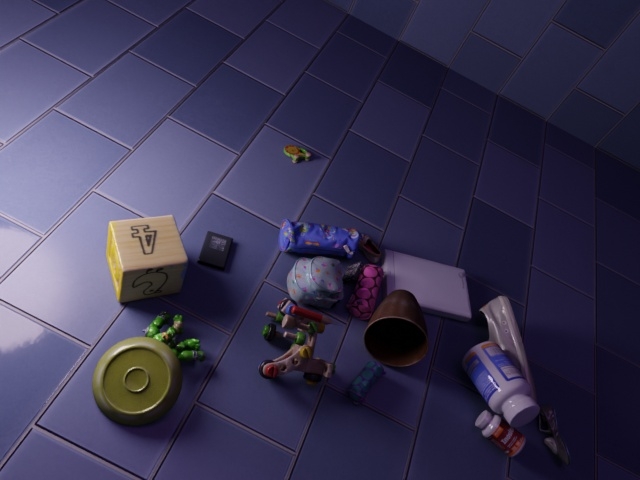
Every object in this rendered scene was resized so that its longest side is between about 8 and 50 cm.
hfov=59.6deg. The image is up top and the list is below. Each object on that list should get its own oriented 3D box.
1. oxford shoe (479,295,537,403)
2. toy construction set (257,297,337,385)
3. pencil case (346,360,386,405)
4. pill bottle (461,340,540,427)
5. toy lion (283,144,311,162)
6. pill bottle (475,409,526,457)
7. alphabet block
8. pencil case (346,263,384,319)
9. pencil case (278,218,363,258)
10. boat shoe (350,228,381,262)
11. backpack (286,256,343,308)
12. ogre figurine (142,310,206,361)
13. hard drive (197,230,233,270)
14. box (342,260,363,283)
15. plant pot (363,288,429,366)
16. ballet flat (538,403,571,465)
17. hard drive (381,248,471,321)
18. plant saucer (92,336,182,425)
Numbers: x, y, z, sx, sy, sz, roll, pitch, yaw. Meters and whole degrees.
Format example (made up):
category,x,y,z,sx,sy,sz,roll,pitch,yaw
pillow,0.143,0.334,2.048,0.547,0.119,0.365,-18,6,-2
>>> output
category,x,y,z,sx,sy,sz,roll,pitch,yaw
oxford shoe,0.689,0.423,2.050,0.130,0.169,0.449,-17,63,13
toy construction set,-0.033,0.310,1.704,0.237,0.309,0.257,20,56,-15
pencil case,0.148,0.459,1.808,0.070,0.064,0.152,28,46,20
pill bottle,0.611,0.487,1.890,0.153,0.152,0.272,0,37,-25
toy lion,-0.104,-0.376,2.385,0.100,0.034,0.096,-14,53,-33
pill bottle,0.594,0.638,1.853,0.152,0.086,0.086,37,48,8
alphabet block,-0.541,0.055,1.735,0.197,0.192,0.193,-9,56,-29
pencil case,0.164,0.180,2.024,0.098,0.095,0.209,15,45,9
pencil case,0.000,0.000,2.067,0.306,0.119,0.133,7,29,-18
boat shoe,0.176,0.010,2.182,0.170,0.059,0.063,46,50,14
backpack,-0.016,0.140,1.938,0.189,0.144,0.165,7,57,-16
ogre figurine,-0.440,0.298,1.657,0.118,0.097,0.197,-21,79,-55
hard drive,-0.364,0.035,1.941,0.094,0.022,0.135,18,48,-11
box,0.118,0.118,2.064,0.018,0.067,0.083,51,43,-21
plant pot,0.270,0.277,1.934,0.216,0.215,0.230,26,34,-3
ballet flat,0.802,0.676,1.942,0.068,0.072,0.213,-7,52,4
hard drive,0.408,0.174,2.165,0.353,0.047,0.232,15,49,-14
plant saucer,-0.502,0.383,1.532,0.241,0.037,0.240,3,73,-10
